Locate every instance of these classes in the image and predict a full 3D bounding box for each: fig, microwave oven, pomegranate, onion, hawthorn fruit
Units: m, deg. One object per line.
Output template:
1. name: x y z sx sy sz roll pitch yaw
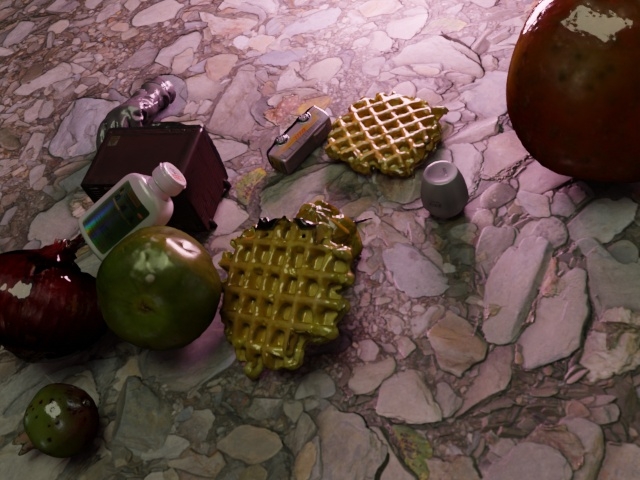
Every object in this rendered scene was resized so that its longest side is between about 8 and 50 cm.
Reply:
1. fig: -0.271 0.087 1.367 0.233 0.314 0.233 -1 85 16
2. microwave oven: -0.342 -0.132 1.573 0.248 0.178 0.188 0 51 18
3. pomegranate: -0.450 0.322 1.274 0.129 0.159 0.129 23 31 -15
4. onion: -0.515 0.087 1.383 0.273 0.273 0.285 11 77 25
5. hawthorn fruit: 0.527 -0.323 1.324 0.403 0.402 0.402 -9 49 10

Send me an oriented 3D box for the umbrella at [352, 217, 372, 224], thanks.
1. umbrella: 0.032 -0.025 1.472 0.149 0.022 0.022 -19 24 -7

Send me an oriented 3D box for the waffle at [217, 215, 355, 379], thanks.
1. waffle: -0.070 0.080 1.299 0.312 0.060 0.307 -33 56 28

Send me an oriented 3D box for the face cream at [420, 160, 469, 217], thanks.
1. face cream: 0.235 -0.097 1.415 0.091 0.095 0.091 -10 49 11

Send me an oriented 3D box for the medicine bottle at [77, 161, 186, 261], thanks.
1. medicine bottle: -0.353 -0.059 1.410 0.219 0.078 0.115 -39 75 14

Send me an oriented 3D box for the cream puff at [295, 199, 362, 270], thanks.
1. cream puff: -0.001 -0.001 1.382 0.156 0.156 0.121 -30 18 -8

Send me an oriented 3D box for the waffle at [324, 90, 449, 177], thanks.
1. waffle: 0.140 -0.234 1.595 0.254 0.052 0.245 17 57 30

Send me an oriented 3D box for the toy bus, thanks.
1. toy bus: -0.044 -0.223 1.640 0.072 0.057 0.172 30 65 28

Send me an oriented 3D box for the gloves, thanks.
1. gloves: -0.459 -0.290 1.807 0.142 0.119 0.285 -18 42 47
